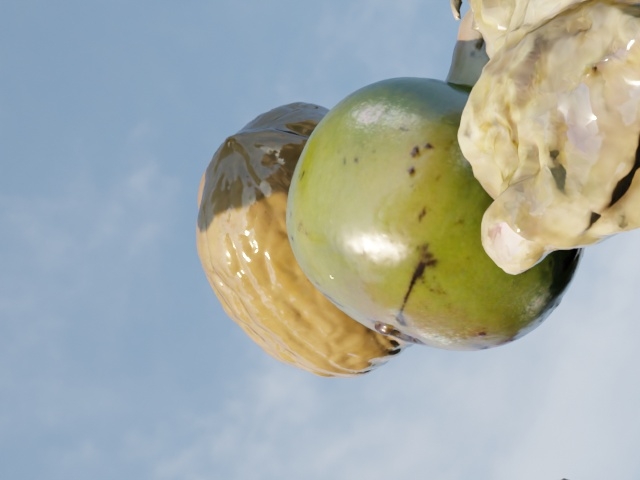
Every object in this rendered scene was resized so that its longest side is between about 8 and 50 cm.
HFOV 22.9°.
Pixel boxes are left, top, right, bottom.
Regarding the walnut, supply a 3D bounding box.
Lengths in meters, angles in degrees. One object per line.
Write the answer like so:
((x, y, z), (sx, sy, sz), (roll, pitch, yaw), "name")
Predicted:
((0.000, 0.000, 1.427), (0.261, 0.225, 0.225), (49, -112, -25), "walnut")

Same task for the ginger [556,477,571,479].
((0.230, 0.308, 1.288), (0.193, 0.176, 0.052), (-71, -19, -2), "ginger")

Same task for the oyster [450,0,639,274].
((0.128, -0.154, 0.631), (0.114, 0.238, 0.351), (17, -93, -52), "oyster")

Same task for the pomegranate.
((0.065, -0.037, 0.938), (0.179, 0.179, 0.211), (23, -124, -52), "pomegranate")
